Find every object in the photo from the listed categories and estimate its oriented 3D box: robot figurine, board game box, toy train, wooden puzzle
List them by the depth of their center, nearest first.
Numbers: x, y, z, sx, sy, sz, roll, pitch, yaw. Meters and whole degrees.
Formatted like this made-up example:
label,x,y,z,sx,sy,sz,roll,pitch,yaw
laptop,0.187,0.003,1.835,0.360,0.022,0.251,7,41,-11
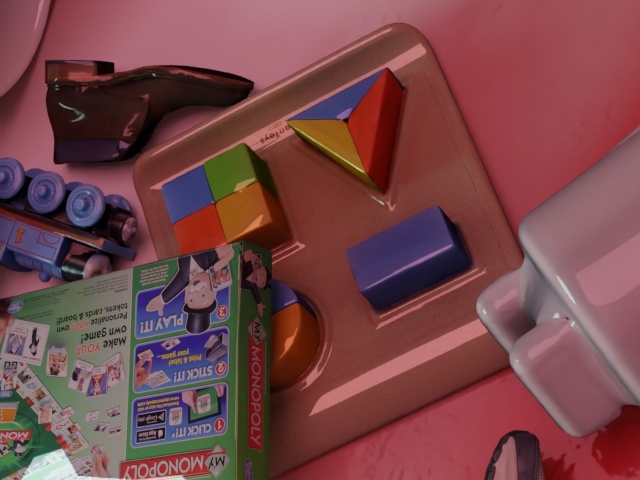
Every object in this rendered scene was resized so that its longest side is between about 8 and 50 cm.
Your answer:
label,x,y,z,sx,sy,sz,roll,pitch,yaw
robot figurine,0.299,0.001,1.287,0.353,0.200,0.300,-37,40,7
board game box,-0.178,0.133,1.462,0.317,0.046,0.214,-13,69,37
wooden puzzle,0.000,0.000,1.476,0.322,0.080,0.348,-27,64,11
toy train,-0.265,-0.013,1.592,0.184,0.080,0.105,18,88,24

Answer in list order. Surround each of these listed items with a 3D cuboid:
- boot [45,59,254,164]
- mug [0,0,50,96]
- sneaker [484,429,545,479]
label,x,y,z,sx,sy,sz,roll,pitch,yaw
boot,-0.170,-0.121,1.606,0.219,0.082,0.106,5,95,19
mug,-0.485,-0.238,1.673,0.328,0.276,0.374,8,107,25
sneaker,0.191,0.291,1.299,0.122,0.110,0.283,-4,72,2
